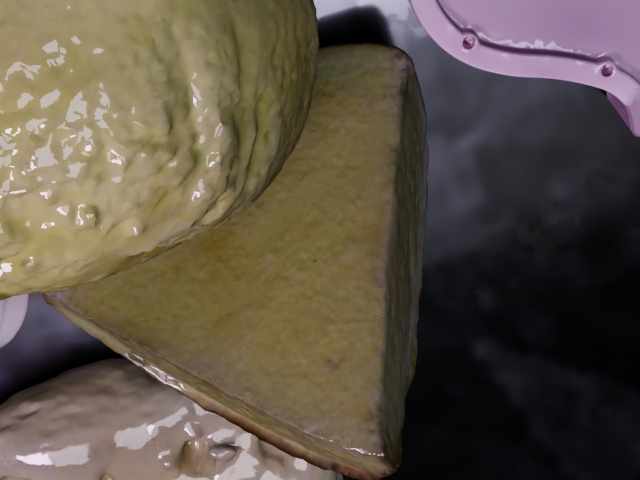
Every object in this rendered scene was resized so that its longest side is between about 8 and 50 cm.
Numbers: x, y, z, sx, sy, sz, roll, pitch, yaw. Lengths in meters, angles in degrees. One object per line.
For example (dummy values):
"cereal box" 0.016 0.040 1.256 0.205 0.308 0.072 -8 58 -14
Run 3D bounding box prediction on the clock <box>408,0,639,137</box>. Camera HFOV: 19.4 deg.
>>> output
"clock" 0.179 -0.234 1.205 0.275 0.080 0.290 28 107 -18

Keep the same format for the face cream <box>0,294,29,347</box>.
"face cream" -0.332 0.048 1.126 0.345 0.102 0.102 -13 123 -51

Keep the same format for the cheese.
"cheese" -0.120 0.161 1.318 0.263 0.093 0.159 -16 112 -1

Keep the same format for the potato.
"potato" 0.000 0.000 1.227 0.255 0.269 0.112 -59 155 -13

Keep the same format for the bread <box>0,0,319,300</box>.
"bread" -0.155 -0.087 1.087 0.320 0.320 0.237 -2 106 -7
